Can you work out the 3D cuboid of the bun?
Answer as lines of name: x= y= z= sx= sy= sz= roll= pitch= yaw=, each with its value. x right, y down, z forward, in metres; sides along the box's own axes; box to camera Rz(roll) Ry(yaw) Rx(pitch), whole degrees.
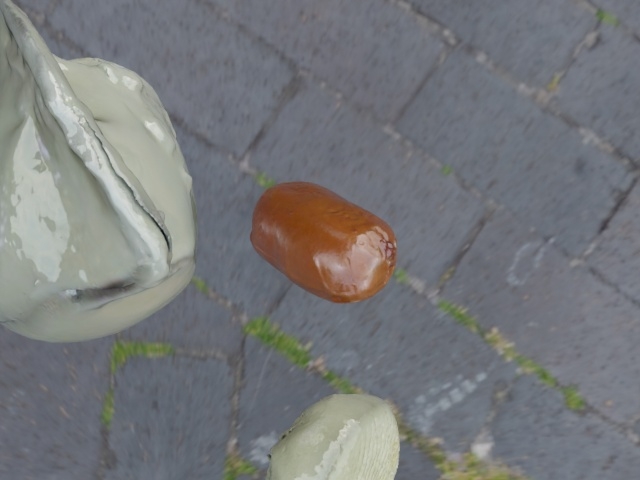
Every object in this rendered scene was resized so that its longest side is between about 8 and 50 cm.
bun: x=0.000 y=0.333 z=1.912 sx=0.146 sy=0.287 sz=0.287 roll=20 pitch=76 yaw=22

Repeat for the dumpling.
dumpling: x=-0.231 y=-0.065 z=1.189 sx=0.233 sy=0.395 sz=0.315 roll=-29 pitch=102 yaw=-12

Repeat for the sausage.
sausage: x=-0.002 y=0.000 z=1.771 sx=0.133 sy=0.258 sz=0.133 roll=-15 pitch=118 yaw=-29
